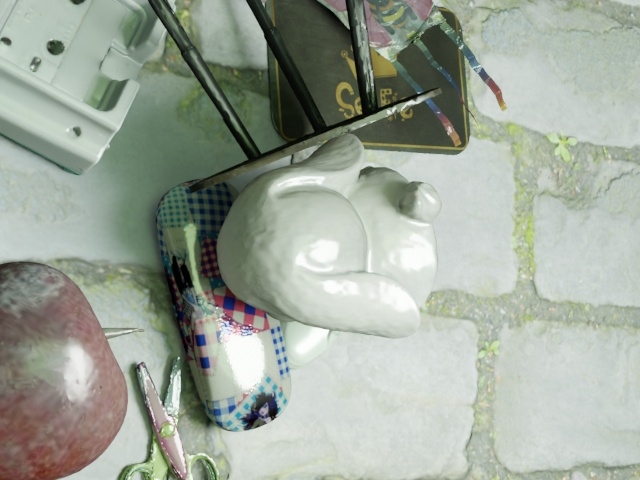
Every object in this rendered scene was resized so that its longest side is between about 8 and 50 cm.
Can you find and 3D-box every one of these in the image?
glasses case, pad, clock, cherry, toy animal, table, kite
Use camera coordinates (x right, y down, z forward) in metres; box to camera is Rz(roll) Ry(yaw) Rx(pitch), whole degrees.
[{"bbox_3d":[-0.122,0.081,1.227,0.125,0.076,0.328,-16,93,-37],"label":"glasses case"},{"bbox_3d":[0.099,-0.226,1.421,0.375,0.063,0.315,-1,85,-33],"label":"pad"},{"bbox_3d":[-0.310,-0.245,1.121,0.231,0.116,0.262,31,67,-26],"label":"clock"},{"bbox_3d":[-0.316,0.142,1.011,0.285,0.213,0.236,-19,86,-25],"label":"cherry"},{"bbox_3d":[0.000,0.000,1.156,0.264,0.206,0.272,-3,69,-38],"label":"toy animal"},{"bbox_3d":[-0.035,-0.241,1.158,0.317,0.317,0.249,-27,99,-33],"label":"table"},{"bbox_3d":[0.134,-0.311,1.417,0.204,0.022,0.360,-39,87,-30],"label":"kite"}]

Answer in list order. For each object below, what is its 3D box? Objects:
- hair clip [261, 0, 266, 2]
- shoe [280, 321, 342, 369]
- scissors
[{"bbox_3d":[-0.094,-0.397,1.337,0.054,0.022,0.137,8,80,-32],"label":"hair clip"},{"bbox_3d":[0.037,0.067,1.317,0.095,0.110,0.265,50,58,-20],"label":"shoe"},{"bbox_3d":[-0.194,0.241,1.193,0.133,0.020,0.187,-4,87,-30],"label":"scissors"}]
